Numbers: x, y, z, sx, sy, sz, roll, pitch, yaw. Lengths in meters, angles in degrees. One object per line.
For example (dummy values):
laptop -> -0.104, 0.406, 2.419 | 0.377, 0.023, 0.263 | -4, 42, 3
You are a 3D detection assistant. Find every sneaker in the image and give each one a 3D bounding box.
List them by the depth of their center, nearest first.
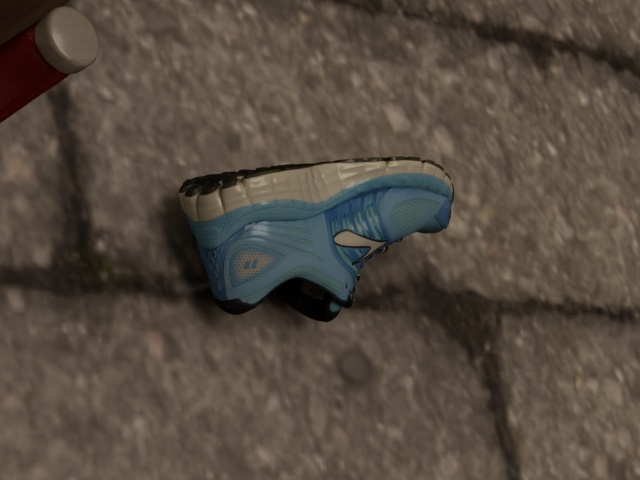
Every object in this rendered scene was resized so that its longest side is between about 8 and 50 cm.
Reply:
sneaker -> 0.000, 0.000, 0.898 | 0.162, 0.063, 0.073 | -9, 95, -45

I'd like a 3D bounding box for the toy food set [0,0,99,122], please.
toy food set -> -0.151, -0.089, 0.728 | 0.111, 0.104, 0.232 | 55, 40, -11
